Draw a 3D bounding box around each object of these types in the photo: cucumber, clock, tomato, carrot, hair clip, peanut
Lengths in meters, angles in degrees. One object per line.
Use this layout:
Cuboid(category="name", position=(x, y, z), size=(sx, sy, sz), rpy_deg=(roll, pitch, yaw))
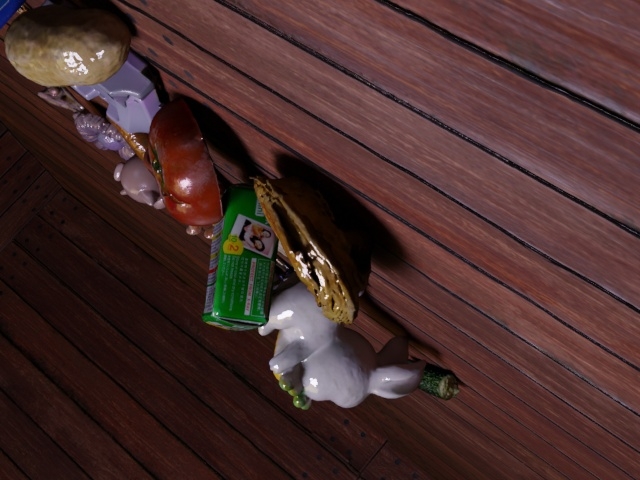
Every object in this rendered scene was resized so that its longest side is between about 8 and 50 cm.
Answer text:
Cuboid(category="cucumber", position=(0.214, 0.278, 1.954), size=(0.058, 0.058, 0.187), rpy_deg=(45, 167, -19))
Cuboid(category="clock", position=(-0.372, -0.288, 1.674), size=(0.253, 0.083, 0.186), rpy_deg=(38, 168, 11))
Cuboid(category="tomato", position=(-0.234, -0.126, 1.624), size=(0.225, 0.085, 0.225), rpy_deg=(164, 90, -77))
Cuboid(category="carrot", position=(-0.374, -0.209, 2.026), size=(0.186, 0.060, 0.060), rpy_deg=(47, 167, -17))
Cuboid(category="hair clip", position=(-0.531, -0.279, 2.225), size=(0.300, 0.069, 0.173), rpy_deg=(40, 168, 3))
Cuboid(category="peanut", position=(-0.386, -0.301, 1.507), size=(0.224, 0.129, 0.129), rpy_deg=(11, 153, 31))

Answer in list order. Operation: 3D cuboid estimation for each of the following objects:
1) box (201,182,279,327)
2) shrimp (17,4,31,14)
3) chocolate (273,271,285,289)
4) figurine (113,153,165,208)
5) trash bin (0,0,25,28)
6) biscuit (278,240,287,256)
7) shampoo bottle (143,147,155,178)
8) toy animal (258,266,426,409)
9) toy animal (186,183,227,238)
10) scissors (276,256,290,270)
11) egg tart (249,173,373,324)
Cuboid(category="box", position=(-0.136, 0.031, 1.695), size=(0.103, 0.250, 0.180), rpy_deg=(8, 173, -12))
Cuboid(category="shrimp", position=(-0.559, -0.425, 1.898), size=(0.091, 0.025, 0.127), rpy_deg=(28, 165, 51))
Cuboid(category="chocolate", position=(-0.173, 0.083, 2.261), size=(0.221, 0.221, 0.147), rpy_deg=(24, 132, 53))
Cuboid(category="figurine", position=(-0.371, -0.134, 2.118), size=(0.138, 0.125, 0.125), rpy_deg=(33, 166, 22))
Cuboid(category="trash bin", position=(-0.566, -0.395, 1.529), size=(0.184, 0.234, 0.162), rpy_deg=(33, 164, 34))
Cuboid(category="biscuit", position=(-0.095, -0.008, 1.970), size=(0.152, 0.020, 0.152), rpy_deg=(39, 168, 10))
Cuboid(category="shampoo bottle", position=(-0.283, -0.116, 2.015), size=(0.085, 0.085, 0.244), rpy_deg=(35, 166, 27))
Cuboid(category="toy animal", position=(0.027, 0.187, 1.823), size=(0.310, 0.247, 0.183), rpy_deg=(58, -177, -6))
Cuboid(category="toy animal", position=(-0.201, -0.099, 1.868), size=(0.184, 0.104, 0.185), rpy_deg=(0, 128, 28))
Cuboid(category="scissors", position=(-0.057, 0.074, 2.154), size=(0.220, 0.017, 0.088), rpy_deg=(36, 166, 20))
Cuboid(category="egg tart", position=(0.000, 0.000, 1.500), size=(0.297, 0.132, 0.297), rpy_deg=(54, 175, 7))
